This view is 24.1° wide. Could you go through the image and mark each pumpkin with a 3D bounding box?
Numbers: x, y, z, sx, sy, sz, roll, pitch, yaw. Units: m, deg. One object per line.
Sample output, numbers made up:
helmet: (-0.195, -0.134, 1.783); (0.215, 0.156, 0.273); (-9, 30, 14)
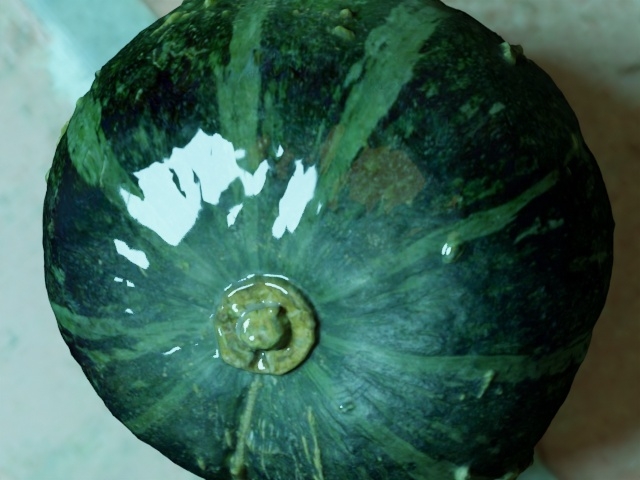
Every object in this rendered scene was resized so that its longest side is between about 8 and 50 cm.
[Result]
pumpkin: (0.001, 0.001, 0.499); (0.190, 0.146, 0.190); (0, 113, -1)
